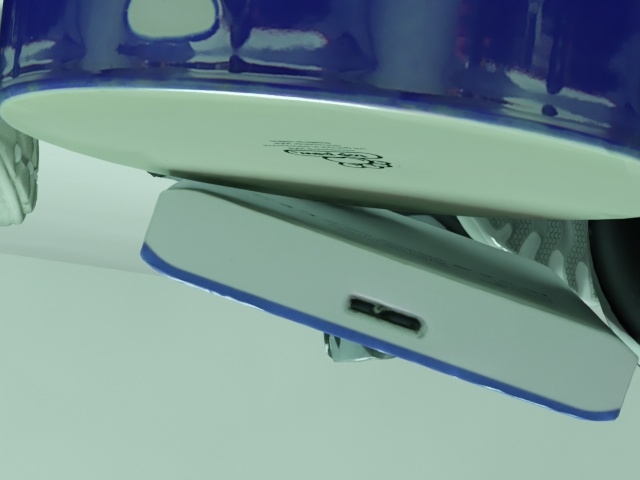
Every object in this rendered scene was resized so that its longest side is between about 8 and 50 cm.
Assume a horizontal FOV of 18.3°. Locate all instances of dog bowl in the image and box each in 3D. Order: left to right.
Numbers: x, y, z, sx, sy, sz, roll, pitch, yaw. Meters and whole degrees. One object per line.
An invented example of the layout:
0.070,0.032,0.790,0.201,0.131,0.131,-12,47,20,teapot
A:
0.015,-0.079,0.738,0.265,0.104,0.265,8,174,1,dog bowl

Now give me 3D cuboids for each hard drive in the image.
0.031,0.015,0.978,0.210,0.040,0.319,19,-175,0,hard drive

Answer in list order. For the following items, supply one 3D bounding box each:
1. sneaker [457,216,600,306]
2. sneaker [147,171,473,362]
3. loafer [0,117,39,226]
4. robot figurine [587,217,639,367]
0.158,-0.010,1.249,0.115,0.105,0.281,8,174,41,sneaker
0.000,0.000,1.292,0.268,0.153,0.101,9,174,-20,sneaker
-0.226,-0.060,1.195,0.111,0.112,0.319,0,176,-9,loafer
0.205,-0.002,0.904,0.173,0.209,0.278,-7,172,7,robot figurine
